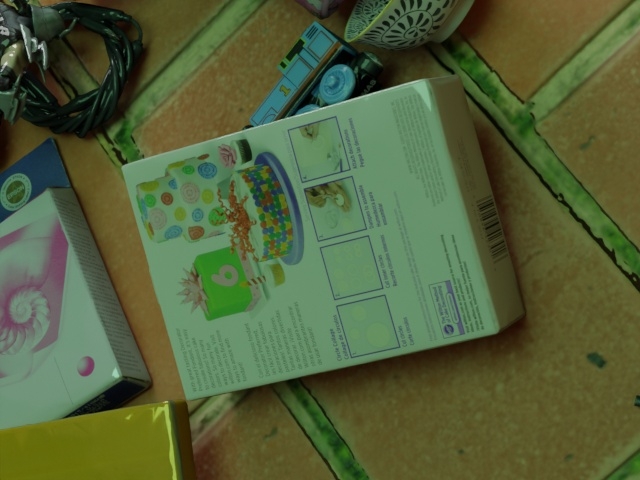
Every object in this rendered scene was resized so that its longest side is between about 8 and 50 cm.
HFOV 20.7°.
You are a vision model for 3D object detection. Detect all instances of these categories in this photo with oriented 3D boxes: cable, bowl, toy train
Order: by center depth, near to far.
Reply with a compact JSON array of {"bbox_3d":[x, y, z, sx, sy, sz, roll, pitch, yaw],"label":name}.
[{"bbox_3d":[0.103,-0.244,1.702,0.080,0.170,0.170,31,93,-13],"label":"bowl"},{"bbox_3d":[-0.014,-0.124,1.754,0.184,0.080,0.105,-52,50,10],"label":"toy train"},{"bbox_3d":[-0.280,-0.192,1.939,0.185,0.047,0.150,14,89,31],"label":"cable"}]

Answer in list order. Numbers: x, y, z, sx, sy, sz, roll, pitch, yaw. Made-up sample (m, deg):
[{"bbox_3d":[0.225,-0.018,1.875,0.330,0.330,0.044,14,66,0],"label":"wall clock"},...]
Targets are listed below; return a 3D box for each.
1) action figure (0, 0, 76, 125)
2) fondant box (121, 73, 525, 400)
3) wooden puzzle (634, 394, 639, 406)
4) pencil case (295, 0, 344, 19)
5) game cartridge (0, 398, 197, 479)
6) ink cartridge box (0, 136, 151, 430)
[{"bbox_3d":[-0.395,-0.184,1.897,0.285,0.099,0.185,-25,36,-3],"label":"action figure"},{"bbox_3d":[0.000,0.000,1.650,0.330,0.096,0.238,-14,93,24],"label":"fondant box"},{"bbox_3d":[0.318,0.141,1.536,0.083,0.006,0.049,30,91,32],"label":"wooden puzzle"},{"bbox_3d":[-0.096,-0.383,1.748,0.386,0.167,0.160,35,72,5],"label":"pencil case"},{"bbox_3d":[-0.240,0.336,1.728,0.285,0.053,0.323,-11,83,21],"label":"game cartridge"},{"bbox_3d":[-0.375,0.094,1.893,0.324,0.071,0.330,-34,64,17],"label":"ink cartridge box"}]
